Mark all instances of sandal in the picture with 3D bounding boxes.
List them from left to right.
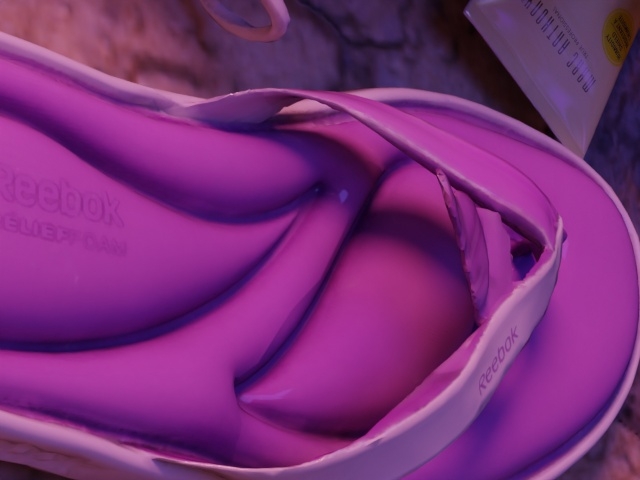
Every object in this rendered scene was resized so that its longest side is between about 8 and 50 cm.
[{"bbox_3d":[0.002,0.015,0.619,0.416,0.102,0.169,3,77,-45],"label":"sandal"}]

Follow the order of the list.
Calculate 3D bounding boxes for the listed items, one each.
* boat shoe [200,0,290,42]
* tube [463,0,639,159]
[{"bbox_3d":[-0.012,-0.148,0.636,0.367,0.136,0.156,7,89,-38],"label":"boat shoe"},{"bbox_3d":[0.134,-0.149,0.829,0.070,0.062,0.240,27,58,6],"label":"tube"}]
